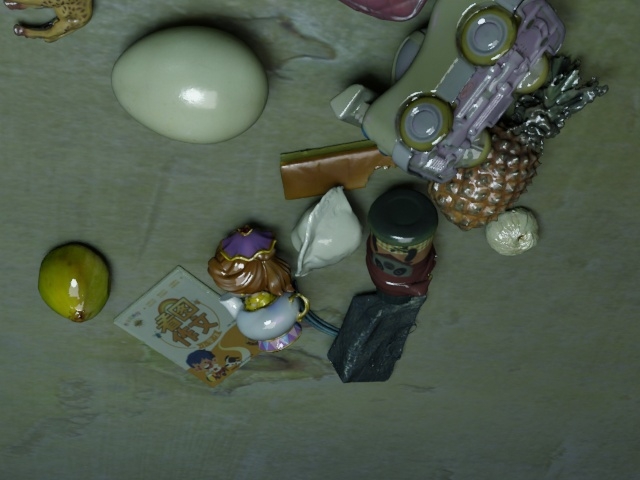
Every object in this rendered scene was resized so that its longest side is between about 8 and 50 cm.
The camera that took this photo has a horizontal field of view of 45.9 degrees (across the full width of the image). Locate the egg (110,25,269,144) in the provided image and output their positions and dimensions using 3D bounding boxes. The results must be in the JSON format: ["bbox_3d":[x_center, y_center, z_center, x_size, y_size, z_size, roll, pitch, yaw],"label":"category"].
[{"bbox_3d":[-0.211,-0.253,1.229,0.254,0.188,0.188,5,125,-7],"label":"egg"}]

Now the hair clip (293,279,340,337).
[{"bbox_3d":[-0.008,0.168,1.663,0.070,0.039,0.229,-36,127,18],"label":"hair clip"}]

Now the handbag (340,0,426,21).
[{"bbox_3d":[0.073,-0.441,1.164,0.225,0.135,0.146,18,126,-21],"label":"handbag"}]

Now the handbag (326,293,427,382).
[{"bbox_3d":[0.126,0.218,1.676,0.175,0.088,0.270,2,125,-31],"label":"handbag"}]

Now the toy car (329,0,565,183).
[{"bbox_3d":[0.210,-0.281,1.249,0.336,0.226,0.242,-56,153,16],"label":"toy car"}]

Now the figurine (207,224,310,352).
[{"bbox_3d":[-0.126,0.090,1.504,0.189,0.142,0.263,-13,116,18],"label":"figurine"}]

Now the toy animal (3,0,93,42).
[{"bbox_3d":[-0.394,-0.388,1.147,0.275,0.054,0.149,-21,143,35],"label":"toy animal"}]

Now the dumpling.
[{"bbox_3d":[0.000,0.002,1.461,0.126,0.166,0.216,46,154,-5],"label":"dumpling"}]

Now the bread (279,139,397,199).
[{"bbox_3d":[0.037,-0.138,1.432,0.226,0.049,0.088,-9,127,-2],"label":"bread"}]

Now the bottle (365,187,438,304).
[{"bbox_3d":[0.163,0.030,1.499,0.143,0.156,0.271,-17,143,-11],"label":"bottle"}]

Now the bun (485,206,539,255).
[{"bbox_3d":[0.399,-0.010,1.559,0.115,0.069,0.115,-3,128,-4],"label":"bun"}]

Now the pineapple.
[{"bbox_3d":[0.358,-0.174,1.376,0.361,0.175,0.175,-40,121,22],"label":"pineapple"}]

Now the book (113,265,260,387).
[{"bbox_3d":[-0.270,0.196,1.654,0.208,0.020,0.295,-38,121,20],"label":"book"}]

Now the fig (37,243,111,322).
[{"bbox_3d":[-0.481,0.082,1.487,0.136,0.121,0.153,-32,100,22],"label":"fig"}]
